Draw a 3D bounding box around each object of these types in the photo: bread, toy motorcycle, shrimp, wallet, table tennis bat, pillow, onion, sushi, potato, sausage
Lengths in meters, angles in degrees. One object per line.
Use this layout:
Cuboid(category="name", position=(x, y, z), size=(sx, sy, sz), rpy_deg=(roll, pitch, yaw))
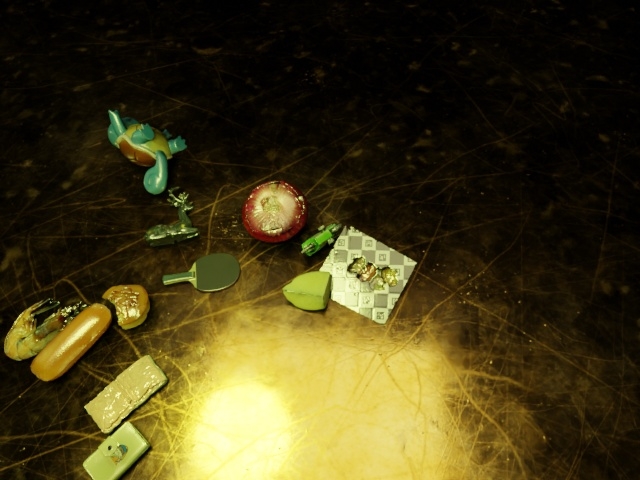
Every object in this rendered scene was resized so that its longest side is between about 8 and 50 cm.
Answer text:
Cuboid(category="bread", position=(-0.642, 0.213, 1.432), size=(0.125, 0.086, 0.156), rpy_deg=(-32, 65, -23))
Cuboid(category="toy motorcycle", position=(0.000, 0.000, 1.541), size=(0.190, 0.106, 0.074), rpy_deg=(-35, 87, -23))
Cuboid(category="shrimp", position=(-0.921, 0.269, 1.425), size=(0.289, 0.075, 0.178), rpy_deg=(-41, 62, -7))
Cuboid(category="wallet", position=(-0.580, 0.612, 1.210), size=(0.110, 0.039, 0.155), rpy_deg=(38, 67, 19))
Cuboid(category="table tennis bat", position=(-0.425, 0.121, 1.525), size=(0.274, 0.021, 0.154), rpy_deg=(-9, 58, -6))
Cuboid(category="pillow", position=(-0.595, 0.466, 1.302), size=(0.232, 0.043, 0.126), rpy_deg=(-42, 60, -19))
Cuboid(category="onion", position=(-0.165, -0.103, 1.575), size=(0.247, 0.161, 0.248), rpy_deg=(-6, 61, 10))
Cuboid(category="sushi", position=(0.152, 0.121, 1.489), size=(0.290, 0.050, 0.264), rpy_deg=(27, 83, 16))
Cuboid(category="potato", position=(-0.040, 0.168, 1.462), size=(0.149, 0.081, 0.120), rpy_deg=(7, 40, 15))
Cuboid(category="sausage", position=(-0.791, 0.323, 1.363), size=(0.105, 0.105, 0.274), rpy_deg=(29, 63, 19))

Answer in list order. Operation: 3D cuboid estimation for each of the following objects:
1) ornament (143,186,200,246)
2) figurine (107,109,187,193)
Cuboid(category="ornament", position=(-0.580, -0.099, 1.635), size=(0.202, 0.080, 0.236), rpy_deg=(-12, 61, -9))
Cuboid(category="figurine", position=(-0.716, -0.397, 1.762), size=(0.416, 0.243, 0.297), rpy_deg=(48, 27, 23))
